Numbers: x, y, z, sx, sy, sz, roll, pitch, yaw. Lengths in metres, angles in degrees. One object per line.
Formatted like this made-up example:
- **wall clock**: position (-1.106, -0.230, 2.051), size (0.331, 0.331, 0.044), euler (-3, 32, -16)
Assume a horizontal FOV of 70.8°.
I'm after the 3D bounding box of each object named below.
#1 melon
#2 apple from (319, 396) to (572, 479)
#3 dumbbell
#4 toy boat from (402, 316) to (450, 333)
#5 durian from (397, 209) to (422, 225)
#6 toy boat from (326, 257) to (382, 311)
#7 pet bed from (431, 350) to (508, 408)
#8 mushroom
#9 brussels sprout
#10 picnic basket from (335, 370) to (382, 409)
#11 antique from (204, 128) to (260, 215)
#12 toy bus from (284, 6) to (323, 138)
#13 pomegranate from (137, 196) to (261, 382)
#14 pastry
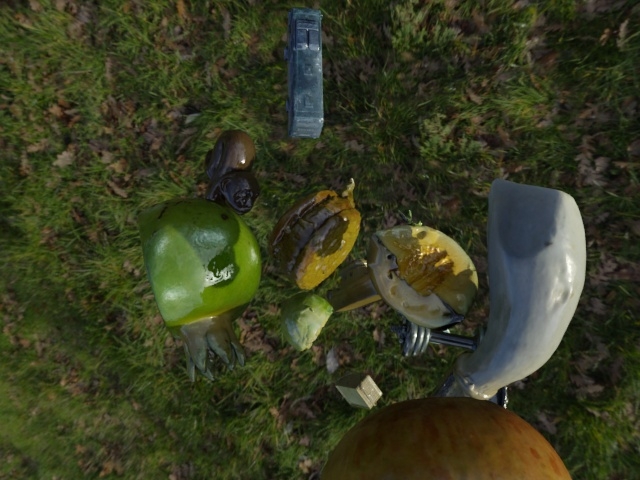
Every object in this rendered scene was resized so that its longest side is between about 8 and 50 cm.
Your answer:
- **melon**: position (0.145, 0.049, 0.623), size (0.160, 0.128, 0.079), euler (45, 145, 24)
- **apple**: position (0.181, 0.419, 0.689), size (0.400, 0.334, 0.400), euler (-2, 122, -4)
- **dumbbell**: position (0.435, 0.330, 1.505), size (0.406, 0.179, 0.179), euler (11, 105, 7)
- **toy boat**: position (0.386, 0.293, 1.750), size (0.100, 0.199, 0.290), euler (-28, 83, -15)
- **durian**: position (0.207, 0.038, 0.849), size (0.086, 0.100, 0.215), euler (-28, 114, 28)
- **toy boat**: position (0.102, 0.120, 1.245), size (0.089, 0.321, 0.121), euler (-4, 74, -28)
- **pet bed**: position (0.415, 0.409, 1.223), size (0.159, 0.211, 0.183), euler (37, 83, 19)
- **mushroom**: position (0.227, 0.071, 0.516), size (0.103, 0.118, 0.270), euler (-1, 106, -38)
- **brussels sprout**: position (-0.050, 0.206, 1.190), size (0.122, 0.149, 0.152), euler (33, 84, 6)
- **picnic basket**: position (0.147, 0.578, 1.746), size (0.115, 0.079, 0.164), euler (56, 149, -12)
- **antique**: position (-0.225, -0.181, 1.189), size (0.121, 0.257, 0.143), euler (21, 135, -37)
- **toy bus**: position (-0.020, -0.217, 0.581), size (0.047, 0.065, 0.166), euler (0, 79, -10)
- **pomegranate**: position (-0.210, 0.080, 0.881), size (0.216, 0.310, 0.359), euler (-18, 65, -19)
- **pastry**: position (0.000, 0.000, 1.058), size (0.132, 0.235, 0.240), euler (49, 144, 21)
